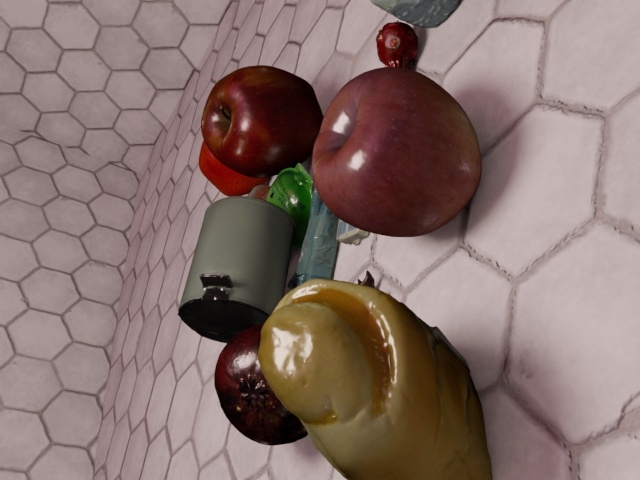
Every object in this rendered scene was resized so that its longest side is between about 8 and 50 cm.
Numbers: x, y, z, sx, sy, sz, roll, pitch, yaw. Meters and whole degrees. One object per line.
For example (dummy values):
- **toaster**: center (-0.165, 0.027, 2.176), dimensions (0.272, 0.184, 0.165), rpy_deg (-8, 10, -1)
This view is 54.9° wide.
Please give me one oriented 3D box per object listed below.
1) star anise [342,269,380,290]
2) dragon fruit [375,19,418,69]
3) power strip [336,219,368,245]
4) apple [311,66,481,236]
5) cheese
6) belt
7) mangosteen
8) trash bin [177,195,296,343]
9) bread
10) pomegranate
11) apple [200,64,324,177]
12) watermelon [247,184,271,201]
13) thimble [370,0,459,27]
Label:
- **star anise**: center (0.073, 0.128, 1.180), dimensions (0.141, 0.042, 0.141), rpy_deg (-38, 40, 42)
- **dragon fruit**: center (0.166, -0.386, 1.304), dimensions (0.094, 0.094, 0.191), rpy_deg (-31, 55, 51)
- **power strip**: center (0.077, -0.083, 1.320), dimensions (0.081, 0.035, 0.192), rpy_deg (-25, 52, 55)
- **apple**: center (0.128, -0.145, 1.048), dimensions (0.305, 0.234, 0.306), rpy_deg (-44, 34, 41)
- **cheese**: center (-0.087, -0.045, 1.535), dimensions (0.204, 0.083, 0.321), rpy_deg (54, 136, 35)
- **belt**: center (0.000, 0.000, 1.372), dimensions (0.087, 0.072, 0.303), rpy_deg (-7, 65, 56)
- **mangosteen**: center (-0.083, 0.275, 1.226), dimensions (0.236, 0.235, 0.261), rpy_deg (-67, -14, 8)
- **trash bin**: center (-0.178, 0.067, 1.366), dimensions (0.277, 0.217, 0.263), rpy_deg (77, -162, -56)
- **bread**: center (0.075, 0.182, 0.839), dimensions (0.210, 0.341, 0.300), rpy_deg (-43, 28, 5)
- **pomegranate**: center (-0.258, -0.241, 1.855), dimensions (0.256, 0.220, 0.221), rpy_deg (-12, 62, 67)
- **apple**: center (-0.146, -0.298, 1.561), dimensions (0.288, 0.316, 0.288), rpy_deg (8, 103, 39)
- **watermelon**: center (-0.146, -0.086, 1.703), dimensions (0.241, 0.094, 0.154), rpy_deg (-7, 57, 59)
- **thimble**: center (0.206, -0.573, 1.249), dimensions (0.250, 0.171, 0.205), rpy_deg (-65, 25, 14)
